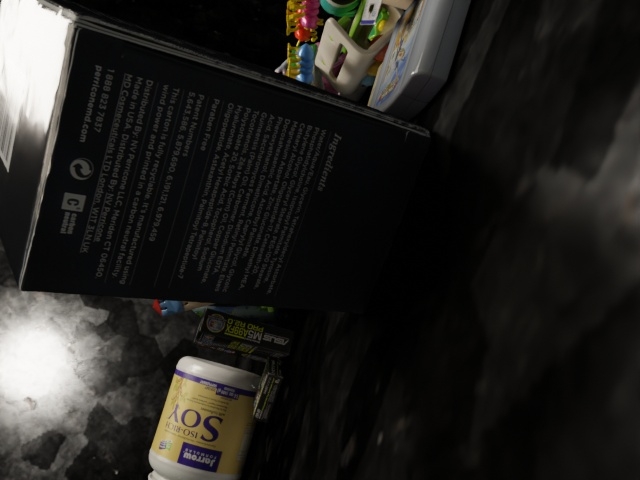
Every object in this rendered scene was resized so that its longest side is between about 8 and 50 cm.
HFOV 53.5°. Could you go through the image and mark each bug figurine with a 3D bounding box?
[{"bbox_3d":[-0.034,-0.460,1.332,0.216,0.072,0.279,95,174,-46],"label":"bug figurine"}]

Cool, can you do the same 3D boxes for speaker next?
[{"bbox_3d":[0.084,-0.375,1.567,0.136,0.055,0.055,134,153,-73],"label":"speaker"}]

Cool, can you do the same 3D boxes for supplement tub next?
[{"bbox_3d":[-0.288,0.479,1.597,0.241,0.241,0.331,144,142,-76],"label":"supplement tub"}]

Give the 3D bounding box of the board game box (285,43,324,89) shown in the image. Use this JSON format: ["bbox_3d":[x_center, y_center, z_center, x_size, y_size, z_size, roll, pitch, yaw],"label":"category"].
[{"bbox_3d":[-0.020,-0.291,1.569,0.242,0.064,0.316,-85,-13,-56],"label":"board game box"}]

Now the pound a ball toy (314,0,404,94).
[{"bbox_3d":[0.118,-0.434,1.322,0.208,0.135,0.319,-43,2,-7],"label":"pound a ball toy"}]

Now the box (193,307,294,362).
[{"bbox_3d":[-0.196,0.242,1.567,0.270,0.216,0.060,133,153,-69],"label":"box"}]

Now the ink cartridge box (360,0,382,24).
[{"bbox_3d":[0.140,-0.504,1.005,0.165,0.065,0.332,-104,27,-69],"label":"ink cartridge box"}]

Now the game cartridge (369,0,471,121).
[{"bbox_3d":[0.147,-0.288,0.999,0.297,0.062,0.198,179,113,-81],"label":"game cartridge"}]

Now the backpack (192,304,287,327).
[{"bbox_3d":[-0.204,0.121,1.679,0.355,0.290,0.273,-19,-72,-88],"label":"backpack"}]

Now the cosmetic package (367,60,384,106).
[{"bbox_3d":[0.117,-0.271,1.182,0.060,0.041,0.115,153,133,-79],"label":"cosmetic package"}]

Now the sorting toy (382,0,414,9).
[{"bbox_3d":[0.150,-0.523,1.120,0.038,0.193,0.208,-9,-57,-55],"label":"sorting toy"}]

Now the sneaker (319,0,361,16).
[{"bbox_3d":[0.102,-0.588,1.364,0.295,0.124,0.178,-44,11,-8],"label":"sneaker"}]

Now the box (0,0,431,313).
[{"bbox_3d":[-0.197,-0.135,0.916,0.480,0.472,0.297,36,113,50],"label":"box"}]

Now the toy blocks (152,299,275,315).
[{"bbox_3d":[-0.272,-0.003,1.407,0.191,0.261,0.381,-78,-26,-84],"label":"toy blocks"}]

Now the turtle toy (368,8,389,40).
[{"bbox_3d":[0.134,-0.541,1.536,0.130,0.066,0.095,120,165,-56],"label":"turtle toy"}]

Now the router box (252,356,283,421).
[{"bbox_3d":[-0.122,0.347,1.484,0.092,0.038,0.122,-104,32,-75],"label":"router box"}]

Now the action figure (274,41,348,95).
[{"bbox_3d":[0.027,-0.466,1.856,0.276,0.248,0.370,-44,-13,-40],"label":"action figure"}]
